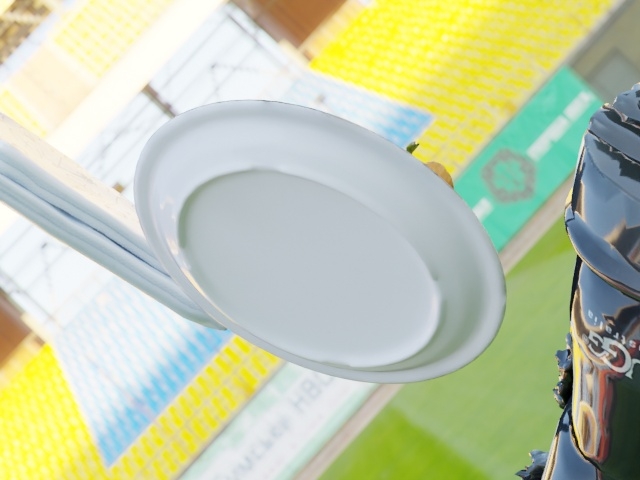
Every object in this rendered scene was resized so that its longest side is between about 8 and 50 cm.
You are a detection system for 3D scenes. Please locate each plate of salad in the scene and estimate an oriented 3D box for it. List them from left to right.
[{"bbox_3d":[0.000,0.000,0.731,0.200,0.199,0.048,-51,10,52],"label":"plate of salad"}]

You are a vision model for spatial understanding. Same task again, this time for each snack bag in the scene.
[{"bbox_3d":[-0.224,-0.070,0.921,0.037,0.342,0.323,-57,19,0],"label":"snack bag"}]

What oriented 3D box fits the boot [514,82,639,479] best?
[{"bbox_3d":[0.145,0.029,0.436,0.246,0.094,0.207,-28,-41,-34],"label":"boot"}]
